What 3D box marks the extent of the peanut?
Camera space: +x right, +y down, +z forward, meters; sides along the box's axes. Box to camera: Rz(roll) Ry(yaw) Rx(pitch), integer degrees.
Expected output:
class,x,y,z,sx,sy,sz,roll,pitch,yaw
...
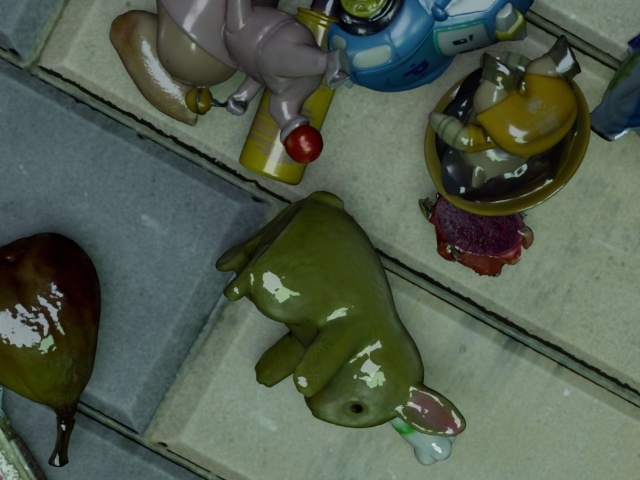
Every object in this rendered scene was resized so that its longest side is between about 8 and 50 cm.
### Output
class,x,y,z,sx,sy,sz,roll,pitch,yaw
peanut,-0.184,-0.196,1.637,0.076,0.076,0.152,-33,97,5

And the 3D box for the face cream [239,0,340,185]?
class,x,y,z,sx,sy,sz,roll,pitch,yaw
face cream,-0.012,-0.202,1.630,0.078,0.078,0.273,20,97,-1

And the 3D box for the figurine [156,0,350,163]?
class,x,y,z,sx,sy,sz,roll,pitch,yaw
figurine,-0.090,-0.217,1.541,0.186,0.176,0.287,-45,72,4

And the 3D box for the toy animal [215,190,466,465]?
class,x,y,z,sx,sy,sz,roll,pitch,yaw
toy animal,0.024,0.133,1.609,0.180,0.181,0.363,-29,97,-10

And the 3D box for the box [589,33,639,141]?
class,x,y,z,sx,sy,sz,roll,pitch,yaw
box,0.467,-0.149,1.576,0.262,0.291,0.206,-21,117,45

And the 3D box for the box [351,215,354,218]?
class,x,y,z,sx,sy,sz,roll,pitch,yaw
box,0.000,0.000,1.684,0.083,0.024,0.054,-3,96,2

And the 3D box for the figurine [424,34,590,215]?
class,x,y,z,sx,sy,sz,roll,pitch,yaw
figurine,0.207,-0.118,1.545,0.192,0.257,0.167,-35,88,-1

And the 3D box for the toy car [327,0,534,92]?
class,x,y,z,sx,sy,sz,roll,pitch,yaw
toy car,0.147,-0.269,1.542,0.166,0.198,0.314,45,96,18

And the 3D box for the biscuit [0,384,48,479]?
class,x,y,z,sx,sy,sz,roll,pitch,yaw
biscuit,-0.378,0.331,1.711,0.186,0.079,0.309,-28,95,7

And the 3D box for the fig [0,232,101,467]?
class,x,y,z,sx,sy,sz,roll,pitch,yaw
fig,-0.324,0.133,1.651,0.170,0.145,0.274,-14,101,-10

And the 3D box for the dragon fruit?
class,x,y,z,sx,sy,sz,roll,pitch,yaw
dragon fruit,0.179,-0.004,1.649,0.126,0.068,0.112,-9,58,-17
